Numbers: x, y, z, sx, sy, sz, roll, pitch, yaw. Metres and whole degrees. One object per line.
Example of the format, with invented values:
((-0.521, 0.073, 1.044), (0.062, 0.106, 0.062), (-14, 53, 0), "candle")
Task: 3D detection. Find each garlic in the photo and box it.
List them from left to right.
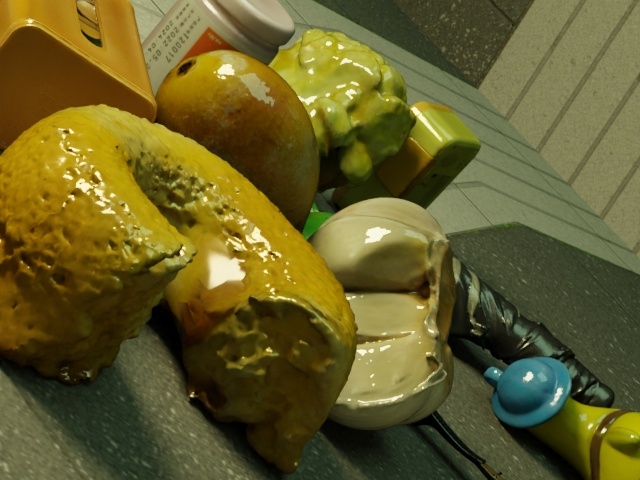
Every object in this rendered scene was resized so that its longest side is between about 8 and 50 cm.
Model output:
((0.051, 0.086, 1.849), (0.185, 0.203, 0.281), (61, 28, -67), "garlic")

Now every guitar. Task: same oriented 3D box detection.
((0.132, 0.213, 1.942), (0.271, 0.038, 0.084), (47, 20, 14), "guitar")

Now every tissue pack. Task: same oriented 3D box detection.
((-0.296, -0.200, 1.835), (0.194, 0.145, 0.274), (35, 19, -29), "tissue pack")

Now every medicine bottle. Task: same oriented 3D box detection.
((-0.154, -0.196, 1.949), (0.133, 0.250, 0.133), (39, 18, -15), "medicine bottle")

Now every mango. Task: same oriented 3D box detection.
((-0.089, -0.076, 1.848), (0.192, 0.146, 0.316), (12, -38, 22), "mango")

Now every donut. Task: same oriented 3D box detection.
((-0.154, 0.011, 1.590), (0.435, 0.163, 0.378), (24, 23, -44), "donut")

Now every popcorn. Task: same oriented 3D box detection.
((0.005, -0.177, 2.290), (0.195, 0.256, 0.255), (85, 11, -54), "popcorn")

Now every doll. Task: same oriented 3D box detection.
((0.369, 0.274, 2.198), (0.363, 0.145, 0.199), (33, -23, 0), "doll")

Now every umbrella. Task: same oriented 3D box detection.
((0.245, 0.134, 2.277), (0.357, 0.106, 0.113), (38, 26, -3), "umbrella")

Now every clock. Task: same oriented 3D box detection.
((0.124, -0.102, 2.412), (0.096, 0.202, 0.143), (50, 19, 21), "clock")

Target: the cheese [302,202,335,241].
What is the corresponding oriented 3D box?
((0.000, 0.000, 2.094), (0.204, 0.083, 0.320), (13, 36, -55), "cheese")
